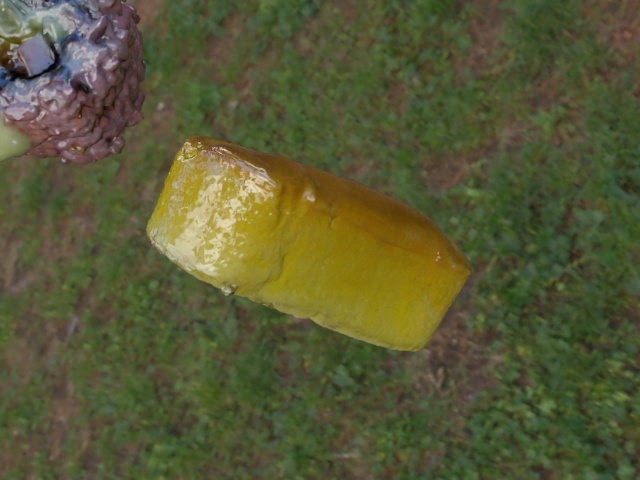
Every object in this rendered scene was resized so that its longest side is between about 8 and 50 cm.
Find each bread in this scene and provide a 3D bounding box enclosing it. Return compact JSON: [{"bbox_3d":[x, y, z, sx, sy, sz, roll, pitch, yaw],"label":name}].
[{"bbox_3d":[0.000,0.000,0.785,0.102,0.245,0.094,34,99,48],"label":"bread"}]

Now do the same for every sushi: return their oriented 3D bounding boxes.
[{"bbox_3d":[-0.319,-0.192,1.263,0.171,0.270,0.236,74,-147,-77],"label":"sushi"}]
